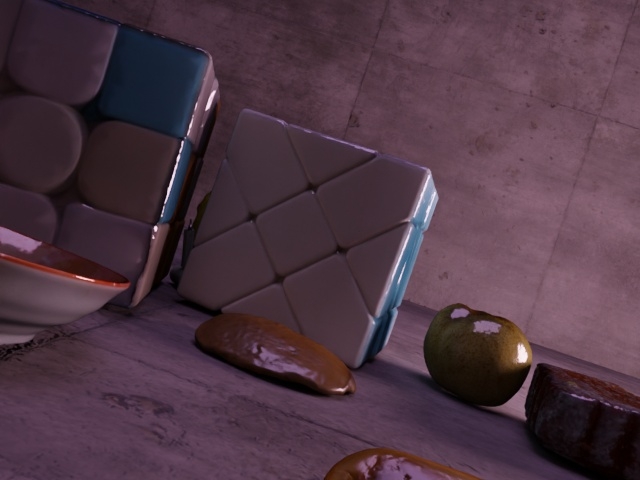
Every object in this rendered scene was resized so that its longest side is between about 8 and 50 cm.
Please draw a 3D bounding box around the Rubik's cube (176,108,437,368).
[{"bbox_3d":[0.000,0.000,1.004,0.319,0.321,0.316,20,0,14],"label":"Rubik's cube"}]

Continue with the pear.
[{"bbox_3d":[0.245,0.177,0.915,0.167,0.136,0.167,13,2,0],"label":"pear"}]

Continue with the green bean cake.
[{"bbox_3d":[0.375,0.244,0.771,0.199,0.097,0.233,17,1,11],"label":"green bean cake"}]

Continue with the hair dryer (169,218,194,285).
[{"bbox_3d":[-0.237,0.023,1.029,0.038,0.124,0.063,1,9,-31],"label":"hair dryer"}]

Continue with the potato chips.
[{"bbox_3d":[-0.047,0.132,0.713,0.202,0.049,0.150,25,8,18],"label":"potato chips"}]

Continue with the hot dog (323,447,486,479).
[{"bbox_3d":[0.110,0.181,0.296,0.250,0.068,0.100,16,13,14],"label":"hot dog"}]

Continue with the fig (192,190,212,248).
[{"bbox_3d":[-0.133,-0.012,1.364,0.326,0.258,0.258,25,-1,-18],"label":"fig"}]

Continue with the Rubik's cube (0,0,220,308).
[{"bbox_3d":[-0.359,-0.129,0.852,0.347,0.347,0.344,19,0,-9],"label":"Rubik's cube"}]

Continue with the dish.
[{"bbox_3d":[-0.300,0.029,0.487,0.260,0.085,0.260,20,-6,2],"label":"dish"}]
